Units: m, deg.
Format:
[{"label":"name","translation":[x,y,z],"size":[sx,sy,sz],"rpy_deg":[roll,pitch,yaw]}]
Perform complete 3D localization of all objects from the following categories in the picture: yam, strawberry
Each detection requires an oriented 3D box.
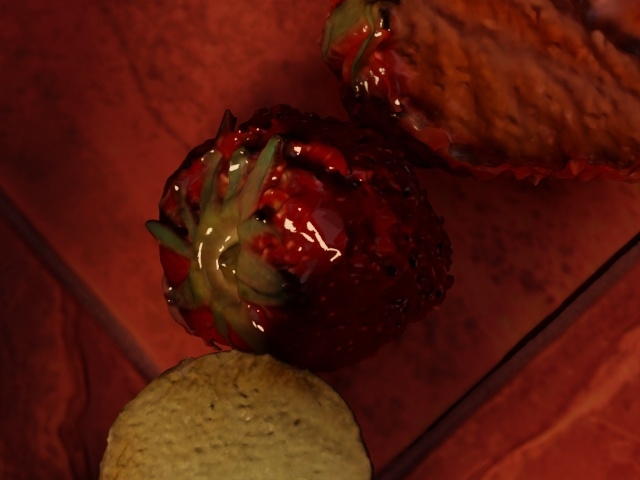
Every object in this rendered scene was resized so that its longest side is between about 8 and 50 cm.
[{"label":"yam","translation":[-0.050,0.166,1.032],"size":[0.161,0.268,0.161],"rpy_deg":[0,72,-1]},{"label":"strawberry","translation":[0.000,0.000,1.148],"size":[0.201,0.187,0.184],"rpy_deg":[5,46,-39]},{"label":"strawberry","translation":[0.122,-0.148,1.238],"size":[0.280,0.150,0.253],"rpy_deg":[1,72,-30]}]
